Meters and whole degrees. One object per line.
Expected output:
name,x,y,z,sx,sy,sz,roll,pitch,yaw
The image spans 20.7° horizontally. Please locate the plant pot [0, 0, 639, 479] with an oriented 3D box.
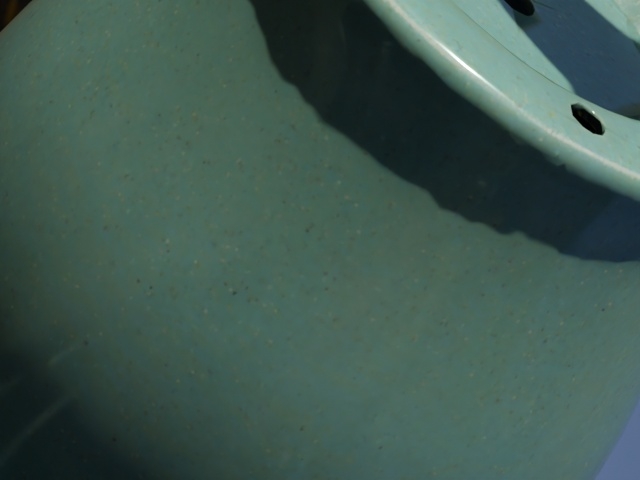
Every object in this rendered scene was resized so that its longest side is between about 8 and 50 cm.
plant pot,0.000,0.000,0.575,0.255,0.271,0.272,-49,-162,33
